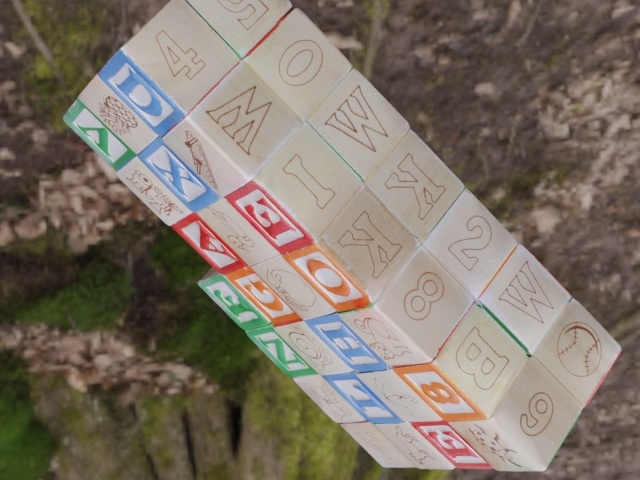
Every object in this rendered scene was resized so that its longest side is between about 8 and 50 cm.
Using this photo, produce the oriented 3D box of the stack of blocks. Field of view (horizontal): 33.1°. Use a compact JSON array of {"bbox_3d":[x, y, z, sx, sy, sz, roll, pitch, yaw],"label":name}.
[{"bbox_3d":[0.000,0.000,0.605,0.297,0.087,0.171,45,155,-12],"label":"stack of blocks"}]
